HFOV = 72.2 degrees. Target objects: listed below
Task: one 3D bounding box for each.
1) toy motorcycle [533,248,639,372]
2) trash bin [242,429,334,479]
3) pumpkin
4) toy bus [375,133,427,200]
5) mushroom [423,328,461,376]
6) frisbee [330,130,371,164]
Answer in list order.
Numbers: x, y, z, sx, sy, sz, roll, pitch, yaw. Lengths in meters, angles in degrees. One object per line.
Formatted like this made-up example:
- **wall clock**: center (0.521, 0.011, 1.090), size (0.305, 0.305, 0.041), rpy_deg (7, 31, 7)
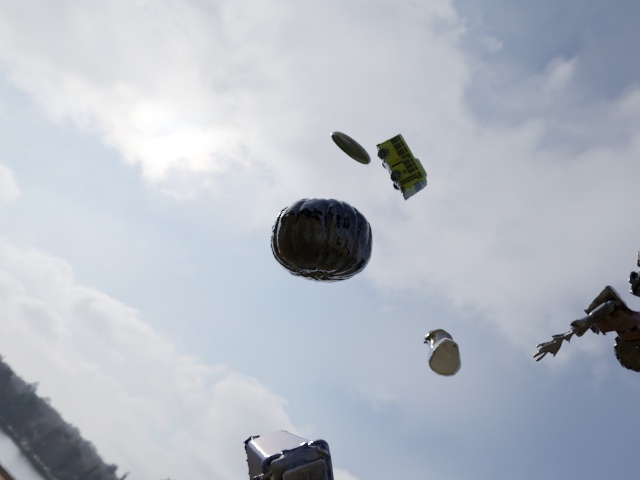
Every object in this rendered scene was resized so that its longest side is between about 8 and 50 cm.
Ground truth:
- **toy motorcycle**: center (0.602, 0.136, 0.833), size (0.401, 0.134, 0.207), rpy_deg (-45, -123, 29)
- **trash bin**: center (-0.091, 0.531, 1.003), size (0.235, 0.184, 0.162), rpy_deg (-15, -99, 62)
- **pumpkin**: center (0.000, 0.000, 1.540), size (0.364, 0.265, 0.363), rpy_deg (10, -19, 3)
- **toy bus**: center (0.239, -0.214, 1.283), size (0.174, 0.101, 0.088), rpy_deg (66, 8, 21)
- **mushroom**: center (0.303, 0.277, 1.093), size (0.081, 0.223, 0.091), rpy_deg (-18, -95, 11)
- **frisbee**: center (0.069, -0.209, 0.988), size (0.110, 0.014, 0.110), rpy_deg (37, -4, 3)
